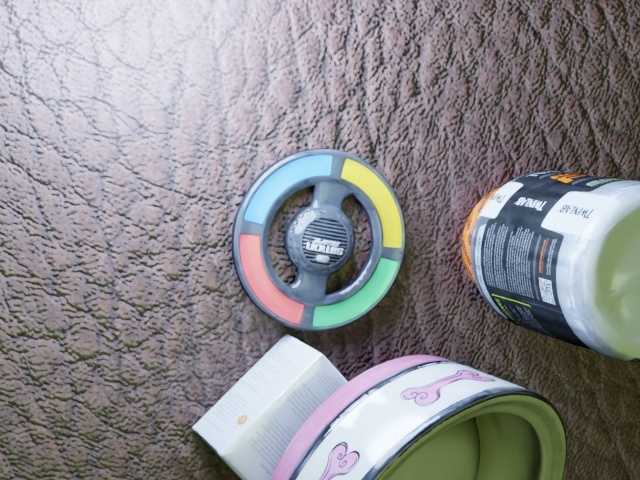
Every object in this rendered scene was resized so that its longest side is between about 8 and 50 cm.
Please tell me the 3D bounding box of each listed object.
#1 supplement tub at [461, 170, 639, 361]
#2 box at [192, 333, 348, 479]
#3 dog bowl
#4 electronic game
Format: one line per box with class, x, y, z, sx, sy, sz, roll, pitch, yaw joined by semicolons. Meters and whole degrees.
supplement tub;0.317;0.022;1.670;0.207;0.338;0.207;-3;97;-21
box;-0.052;0.213;1.668;0.170;0.130;0.091;-45;110;-9
dog bowl;0.102;0.317;1.654;0.408;0.150;0.408;-25;133;-30
electronic game;0.000;0.000;1.705;0.229;0.048;0.229;-3;98;-21
